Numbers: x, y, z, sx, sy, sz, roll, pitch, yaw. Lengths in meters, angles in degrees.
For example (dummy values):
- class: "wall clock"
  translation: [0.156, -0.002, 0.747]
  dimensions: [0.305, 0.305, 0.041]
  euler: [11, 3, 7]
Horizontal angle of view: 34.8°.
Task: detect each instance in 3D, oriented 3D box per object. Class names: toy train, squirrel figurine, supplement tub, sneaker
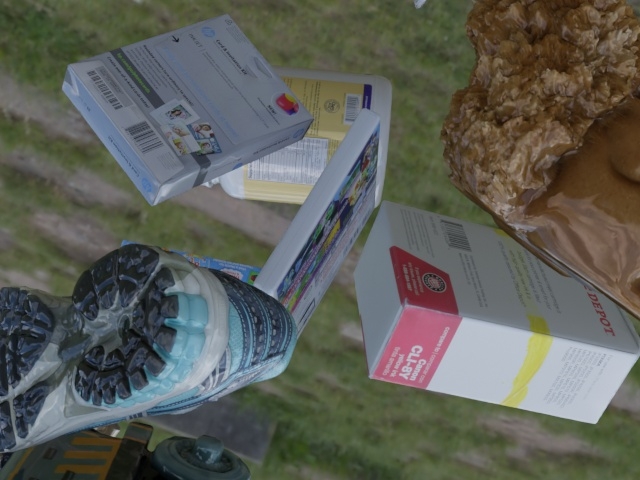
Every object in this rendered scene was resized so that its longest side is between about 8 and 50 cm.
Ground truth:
- class: "toy train"
  translation: [-0.155, 0.212, 0.681]
  dimensions: [0.190, 0.142, 0.334]
  euler: [18, -170, -5]
- class: "squirrel figurine"
  translation: [0.339, -0.148, 1.136]
  dimensions: [0.397, 0.370, 0.281]
  euler: [35, -176, -20]
- class: "supplement tub"
  translation: [-0.050, -0.183, 1.784]
  dimensions: [0.331, 0.241, 0.241]
  euler: [5, 163, 2]
- class: "sneaker"
  translation: [-0.128, 0.082, 0.654]
  dimensions: [0.122, 0.110, 0.283]
  euler: [14, 161, -40]

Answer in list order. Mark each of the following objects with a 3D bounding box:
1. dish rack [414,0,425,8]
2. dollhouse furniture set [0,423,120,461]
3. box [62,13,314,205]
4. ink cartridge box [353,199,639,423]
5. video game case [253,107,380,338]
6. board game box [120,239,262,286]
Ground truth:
- class: "dish rack"
  translation: [0.141, -0.435, 1.032]
  dimensions: [0.072, 0.332, 0.285]
  euler: [19, 154, -5]
- class: "dollhouse furniture set"
  translation: [-0.247, 0.274, 1.000]
  dimensions: [0.161, 0.212, 0.242]
  euler: [19, -158, -51]
- class: "box"
  translation: [-0.120, -0.127, 0.947]
  dimensions: [0.145, 0.186, 0.038]
  euler: [51, 143, 13]
- class: "ink cartridge box"
  translation: [0.266, 0.112, 1.611]
  dimensions: [0.385, 0.279, 0.160]
  euler: [13, 122, -13]
- class: "video game case"
  translation: [0.000, 0.000, 0.969]
  dimensions: [0.023, 0.201, 0.183]
  euler: [26, 158, 13]
- class: "board game box"
  translation: [-0.172, 0.069, 1.411]
  dimensions: [0.212, 0.039, 0.160]
  euler: [12, 152, -4]
